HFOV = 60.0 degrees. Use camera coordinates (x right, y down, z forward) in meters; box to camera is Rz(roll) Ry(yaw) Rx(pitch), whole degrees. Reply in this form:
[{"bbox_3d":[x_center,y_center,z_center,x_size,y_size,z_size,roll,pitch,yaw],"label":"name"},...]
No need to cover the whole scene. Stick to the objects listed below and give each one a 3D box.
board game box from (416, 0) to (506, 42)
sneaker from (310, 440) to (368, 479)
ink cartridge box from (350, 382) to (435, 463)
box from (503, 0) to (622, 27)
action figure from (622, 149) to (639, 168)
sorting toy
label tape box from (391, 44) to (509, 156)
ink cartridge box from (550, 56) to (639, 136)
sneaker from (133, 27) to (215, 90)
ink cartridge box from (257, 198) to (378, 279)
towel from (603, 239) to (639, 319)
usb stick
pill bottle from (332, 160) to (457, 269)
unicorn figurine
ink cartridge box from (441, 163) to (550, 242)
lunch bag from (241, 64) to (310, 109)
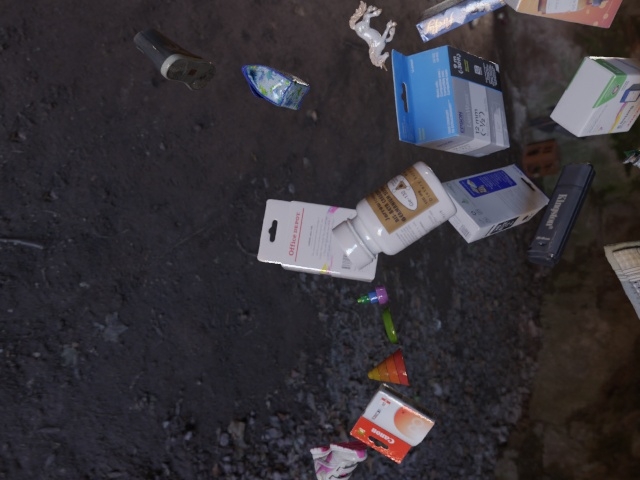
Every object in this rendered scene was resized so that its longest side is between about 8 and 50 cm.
[{"bbox_3d":[0.323,-0.494,1.145,0.042,0.243,0.165,62,25,-21],"label":"board game box"},{"bbox_3d":[0.061,0.643,1.598,0.103,0.252,0.111,4,64,-26],"label":"sneaker"},{"bbox_3d":[0.164,0.441,1.307,0.179,0.146,0.045,-63,174,21],"label":"ink cartridge box"},{"bbox_3d":[0.405,-0.435,0.902,0.091,0.171,0.130,-97,-165,-53],"label":"box"},{"bbox_3d":[0.850,-0.130,1.362,0.232,0.063,0.137,40,13,-6],"label":"action figure"},{"bbox_3d":[0.192,0.316,1.825,0.127,0.126,0.365,65,11,-52],"label":"sorting toy"},{"bbox_3d":[0.353,-0.374,1.487,0.348,0.115,0.249,2,80,-41],"label":"label tape box"},{"bbox_3d":[0.661,-0.332,1.277,0.213,0.154,0.093,-12,47,-33],"label":"ink cartridge box"},{"bbox_3d":[-0.333,-0.429,1.300,0.118,0.083,0.222,46,13,6],"label":"sneaker"},{"bbox_3d":[0.000,0.000,1.699,0.119,0.354,0.207,89,10,-82],"label":"ink cartridge box"},{"bbox_3d":[0.880,0.133,1.346,0.056,0.324,0.312,-36,97,-18],"label":"towel"},{"bbox_3d":[0.553,-0.065,1.272,0.045,0.077,0.278,49,63,-42],"label":"usb stick"},{"bbox_3d":[0.144,-0.045,1.119,0.131,0.229,0.131,54,8,-12],"label":"pill bottle"},{"bbox_3d":[0.138,-0.509,1.383,0.162,0.111,0.060,40,4,3],"label":"unicorn figurine"},{"bbox_3d":[0.461,-0.106,1.480,0.333,0.065,0.165,-16,58,-34],"label":"ink cartridge box"},{"bbox_3d":[-0.127,-0.426,1.510,0.096,0.151,0.129,-58,167,17],"label":"lunch bag"}]
